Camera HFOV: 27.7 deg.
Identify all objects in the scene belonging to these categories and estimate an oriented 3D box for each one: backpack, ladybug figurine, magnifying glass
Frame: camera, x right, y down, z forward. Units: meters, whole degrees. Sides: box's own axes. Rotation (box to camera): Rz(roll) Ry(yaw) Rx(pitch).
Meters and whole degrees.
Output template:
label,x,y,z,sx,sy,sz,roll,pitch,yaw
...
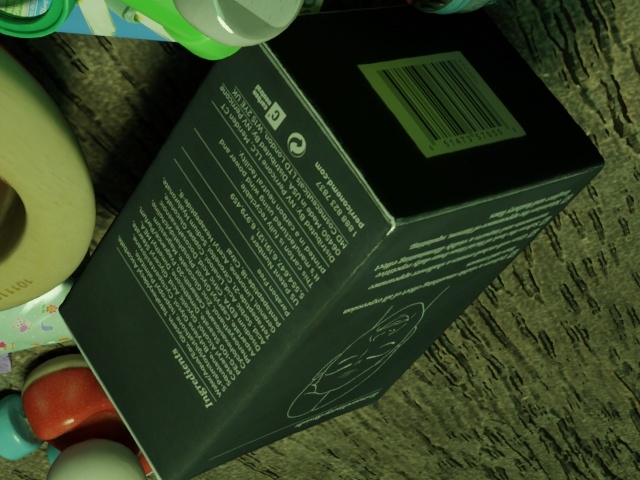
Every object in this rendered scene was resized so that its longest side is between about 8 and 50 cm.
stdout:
label,x,y,z,sx,sy,sz,roll,pitch,yaw
backpack,-0.312,0.044,1.280,0.182,0.115,0.152,-9,140,-11
ladybug figurine,-0.369,-0.094,1.043,0.305,0.162,0.449,-25,142,16
magnifying glass,-0.286,-0.217,0.942,0.231,0.026,0.092,22,137,-3

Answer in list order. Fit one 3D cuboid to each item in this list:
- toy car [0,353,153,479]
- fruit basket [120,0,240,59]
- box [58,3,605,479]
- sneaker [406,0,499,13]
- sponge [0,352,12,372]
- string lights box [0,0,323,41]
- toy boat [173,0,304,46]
label,x,y,z,sx,sy,sz,roll,pitch,yaw
toy car,-0.242,0.264,1.482,0.219,0.238,0.210,-29,140,20
fruit basket,0.011,-0.297,0.853,0.392,0.283,0.392,-30,170,-6
box,0.000,0.000,1.160,0.293,0.212,0.395,-15,153,-46
sneaker,0.175,-0.287,1.046,0.262,0.104,0.125,-42,157,32
sponge,-0.443,0.112,1.395,0.210,0.031,0.117,-7,142,-8
string lights box,-0.123,-0.229,1.017,0.259,0.077,0.133,2,141,-20
toy boat,-0.136,-0.216,0.610,0.318,0.267,0.148,25,93,-1
